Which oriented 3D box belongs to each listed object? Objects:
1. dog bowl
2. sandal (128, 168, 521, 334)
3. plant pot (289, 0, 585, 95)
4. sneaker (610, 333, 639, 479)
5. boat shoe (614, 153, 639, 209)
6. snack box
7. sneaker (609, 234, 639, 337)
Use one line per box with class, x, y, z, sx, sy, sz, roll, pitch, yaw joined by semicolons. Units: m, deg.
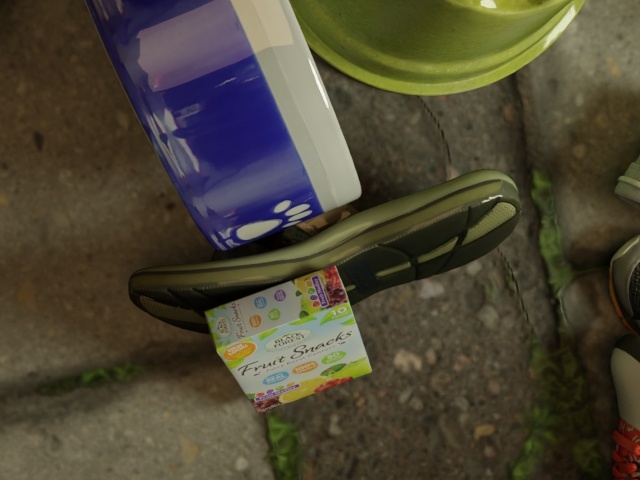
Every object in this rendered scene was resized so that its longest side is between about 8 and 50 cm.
dog bowl;-0.071;-0.130;0.702;0.104;0.265;0.264;-24;99;1
sandal;0.001;0.000;0.817;0.303;0.120;0.086;-18;65;-2
plant pot;0.096;-0.232;0.703;0.276;0.254;0.275;-1;99;-4
sneaker;0.267;0.220;0.863;0.145;0.090;0.270;-31;102;-1
boat shoe;0.378;0.025;0.830;0.320;0.118;0.103;41;95;-4
snack box;-0.020;0.079;0.803;0.100;0.141;0.037;-21;61;-1
sneaker;0.317;0.081;0.850;0.084;0.083;0.215;-42;97;5
